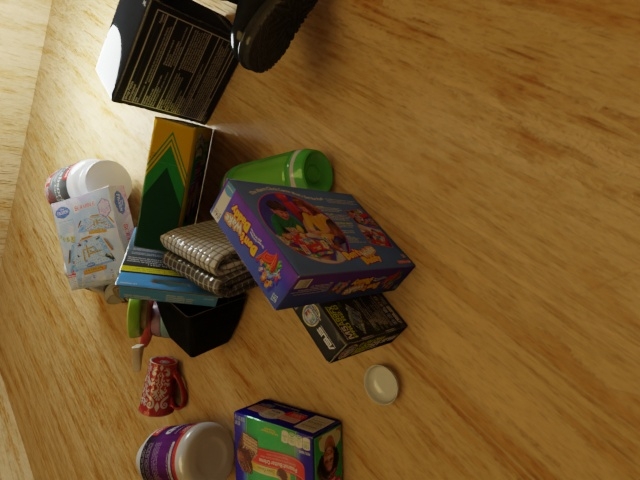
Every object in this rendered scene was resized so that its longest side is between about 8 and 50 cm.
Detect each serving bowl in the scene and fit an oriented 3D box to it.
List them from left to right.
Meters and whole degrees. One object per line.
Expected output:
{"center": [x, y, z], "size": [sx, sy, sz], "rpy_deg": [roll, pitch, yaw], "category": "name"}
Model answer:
{"center": [0.133, 0.303, 0.910], "size": [0.083, 0.027, 0.083], "rpy_deg": [-1, 89, 40], "category": "serving bowl"}

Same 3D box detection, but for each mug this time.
{"center": [-0.515, 0.482, 1.432], "size": [0.113, 0.150, 0.169], "rpy_deg": [-164, 83, -76], "category": "mug"}

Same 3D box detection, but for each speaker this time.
{"center": [-0.116, -0.144, 1.062], "size": [0.296, 0.131, 0.131], "rpy_deg": [-4, 87, 40], "category": "speaker"}

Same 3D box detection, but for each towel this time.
{"center": [-0.202, 0.025, 1.040], "size": [0.235, 0.283, 0.121], "rpy_deg": [18, 117, 40], "category": "towel"}

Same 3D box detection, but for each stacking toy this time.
{"center": [-0.487, 0.218, 1.307], "size": [0.279, 0.130, 0.309], "rpy_deg": [-107, 23, -55], "category": "stacking toy"}

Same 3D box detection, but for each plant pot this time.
{"center": [-0.344, 0.216, 1.228], "size": [0.188, 0.187, 0.167], "rpy_deg": [25, 119, 37], "category": "plant pot"}

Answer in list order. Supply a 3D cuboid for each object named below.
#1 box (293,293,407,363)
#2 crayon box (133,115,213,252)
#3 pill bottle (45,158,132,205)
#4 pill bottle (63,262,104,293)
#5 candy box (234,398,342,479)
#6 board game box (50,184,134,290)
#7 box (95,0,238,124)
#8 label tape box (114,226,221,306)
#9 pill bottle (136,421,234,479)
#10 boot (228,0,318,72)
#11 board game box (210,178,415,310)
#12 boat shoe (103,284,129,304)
{"center": [0.026, 0.102, 0.879], "size": [0.270, 0.216, 0.060], "rpy_deg": [52, 121, 27], "category": "box"}
{"center": [-0.391, -0.167, 1.178], "size": [0.363, 0.106, 0.313], "rpy_deg": [-120, 42, -74], "category": "crayon box"}
{"center": [-0.901, -0.205, 1.676], "size": [0.363, 0.210, 0.210], "rpy_deg": [-3, 88, 40], "category": "pill bottle"}
{"center": [-0.912, 0.122, 1.720], "size": [0.264, 0.153, 0.153], "rpy_deg": [5, 93, 40], "category": "pill bottle"}
{"center": [-0.080, 0.578, 1.030], "size": [0.268, 0.122, 0.317], "rpy_deg": [-4, 89, 40], "category": "candy box"}
{"center": [-0.770, -0.003, 1.480], "size": [0.318, 0.066, 0.318], "rpy_deg": [-9, 94, 26], "category": "board game box"}
{"center": [-0.422, -0.525, 1.215], "size": [0.296, 0.294, 0.183], "rpy_deg": [-52, 59, 27], "category": "box"}
{"center": [-0.387, 0.091, 1.123], "size": [0.334, 0.240, 0.106], "rpy_deg": [-119, 42, -62], "category": "label tape box"}
{"center": [-0.414, 0.643, 1.274], "size": [0.323, 0.181, 0.181], "rpy_deg": [-23, 75, 38], "category": "pill bottle"}
{"center": [-0.260, -0.577, 0.962], "size": [0.445, 0.367, 0.146], "rpy_deg": [24, 148, 5], "category": "boot"}
{"center": [0.000, 0.000, 0.817], "size": [0.233, 0.347, 0.078], "rpy_deg": [52, 121, 29], "category": "board game box"}
{"center": [-0.699, 0.179, 1.565], "size": [0.302, 0.113, 0.103], "rpy_deg": [-34, 63, 34], "category": "boat shoe"}
